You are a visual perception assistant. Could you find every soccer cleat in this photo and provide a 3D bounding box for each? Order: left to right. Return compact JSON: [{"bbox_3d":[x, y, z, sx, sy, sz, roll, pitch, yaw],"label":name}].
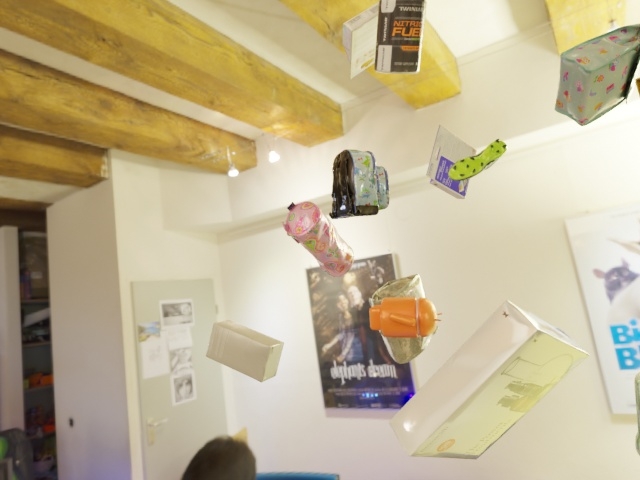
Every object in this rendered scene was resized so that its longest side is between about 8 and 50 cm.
[{"bbox_3d":[0.409,-0.197,1.145,0.179,0.060,0.072,-31,-24,-9],"label":"soccer cleat"}]

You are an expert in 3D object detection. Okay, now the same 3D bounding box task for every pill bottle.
[{"bbox_3d":[0.221,-0.593,1.216,0.131,0.245,0.130,1,25,0],"label":"pill bottle"}]

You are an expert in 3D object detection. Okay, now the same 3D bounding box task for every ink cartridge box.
[{"bbox_3d":[0.164,-0.741,1.639,0.181,0.056,0.224,-38,-19,-15],"label":"ink cartridge box"},{"bbox_3d":[0.467,-0.282,1.603,0.208,0.206,0.045,24,-14,-28],"label":"ink cartridge box"}]

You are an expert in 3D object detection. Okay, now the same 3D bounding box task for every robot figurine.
[{"bbox_3d":[0.266,0.240,1.373,0.220,0.128,0.158,-4,-40,17],"label":"robot figurine"}]

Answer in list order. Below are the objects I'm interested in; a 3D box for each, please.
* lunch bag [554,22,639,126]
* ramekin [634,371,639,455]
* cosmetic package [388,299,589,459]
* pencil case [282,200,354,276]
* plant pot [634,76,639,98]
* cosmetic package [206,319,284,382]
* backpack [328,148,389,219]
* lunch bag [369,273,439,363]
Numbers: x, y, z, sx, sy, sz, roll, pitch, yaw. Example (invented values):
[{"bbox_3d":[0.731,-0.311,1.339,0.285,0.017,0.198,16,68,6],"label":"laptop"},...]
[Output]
[{"bbox_3d":[0.895,-0.522,1.377,0.263,0.160,0.223,-27,-41,-1],"label":"lunch bag"},{"bbox_3d":[0.730,0.313,0.780,0.304,0.148,0.303,-6,-7,-1],"label":"ramekin"},{"bbox_3d":[0.374,0.327,0.974,0.285,0.097,0.377,25,-70,-36],"label":"cosmetic package"},{"bbox_3d":[0.000,0.000,1.307,0.124,0.124,0.284,-12,-34,24],"label":"pencil case"},{"bbox_3d":[0.765,-0.338,0.964,0.083,0.081,0.081,-24,12,-1],"label":"plant pot"},{"bbox_3d":[-0.253,0.365,1.474,0.238,0.127,0.107,18,4,21],"label":"cosmetic package"},{"bbox_3d":[0.065,-0.097,0.759,0.084,0.114,0.105,-5,0,-22],"label":"backpack"},{"bbox_3d":[0.287,0.280,1.585,0.169,0.235,0.287,-20,2,31],"label":"lunch bag"}]
